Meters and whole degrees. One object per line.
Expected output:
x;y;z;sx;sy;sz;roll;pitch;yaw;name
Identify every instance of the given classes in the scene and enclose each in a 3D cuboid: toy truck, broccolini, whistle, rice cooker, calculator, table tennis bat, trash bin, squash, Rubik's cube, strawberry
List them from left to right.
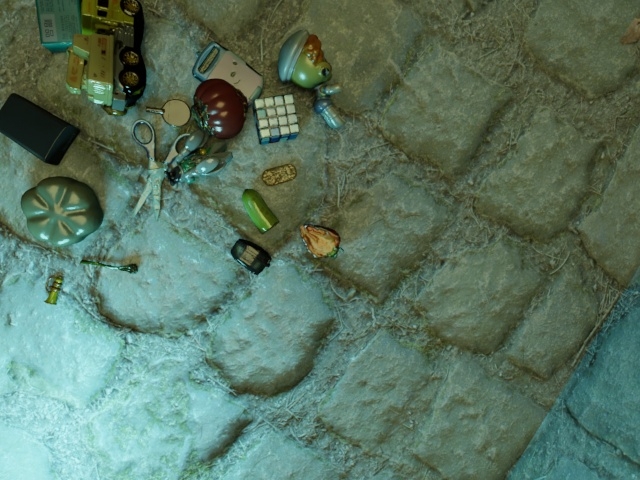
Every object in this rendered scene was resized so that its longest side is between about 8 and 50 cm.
-1.049;-0.411;1.679;0.225;0.115;0.165;32;90;-5;trash bin
-1.031;0.190;1.759;0.046;0.057;0.109;23;78;-53;whistle
-0.755;-0.677;1.613;0.254;0.180;0.405;3;80;-30;toy truck
-0.827;0.103;1.784;0.218;0.042;0.044;6;94;-3;broccolini
-0.586;-0.501;1.733;0.170;0.119;0.107;4;91;-10;table tennis bat
-0.364;-0.651;1.791;0.293;0.051;0.173;35;89;-9;calculator
-0.277;0.063;1.818;0.165;0.112;0.106;41;93;-9;rice cooker
-0.253;-0.123;1.824;0.095;0.095;0.188;-36;95;-5;squash
-0.176;-0.472;1.780;0.154;0.151;0.155;-12;94;-9;Rubik's cube
0.002;0.003;1.869;0.192;0.085;0.140;6;100;-3;strawberry

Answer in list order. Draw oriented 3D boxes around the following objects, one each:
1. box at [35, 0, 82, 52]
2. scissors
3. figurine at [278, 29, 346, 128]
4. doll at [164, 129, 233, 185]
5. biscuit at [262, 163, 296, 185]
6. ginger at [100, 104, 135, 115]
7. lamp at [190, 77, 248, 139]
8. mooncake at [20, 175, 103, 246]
-0.945;-0.829;1.673;0.153;0.092;0.245;-5;93;-7;box
-0.648;-0.264;1.783;0.256;0.029;0.383;16;94;-13;scissors
-0.027;-0.604;1.757;0.205;0.224;0.382;-32;98;-2;figurine
-0.458;-0.296;1.738;0.195;0.153;0.258;32;74;6;doll
-0.167;-0.268;1.860;0.147;0.018;0.071;-17;97;-6;biscuit
-0.795;-0.532;1.725;0.162;0.073;0.103;35;85;-14;ginger
-0.371;-0.492;1.703;0.227;0.227;0.227;-1;94;-8;lamp
-0.966;-0.109;1.697;0.275;0.135;0.275;-1;98;-10;mooncake
